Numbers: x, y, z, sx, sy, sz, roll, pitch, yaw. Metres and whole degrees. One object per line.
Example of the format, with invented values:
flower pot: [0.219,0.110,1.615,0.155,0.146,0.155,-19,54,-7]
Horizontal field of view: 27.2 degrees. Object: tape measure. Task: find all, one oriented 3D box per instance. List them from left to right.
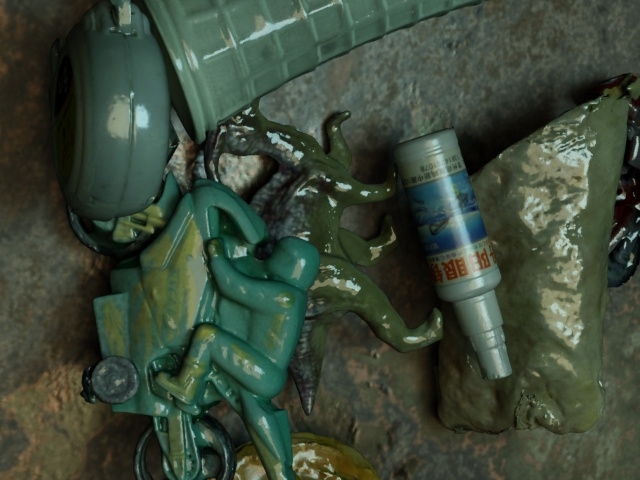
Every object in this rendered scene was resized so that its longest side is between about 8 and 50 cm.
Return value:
tape measure: [-0.129,-0.125,0.913,0.084,0.330,0.164,-7,73,-23]

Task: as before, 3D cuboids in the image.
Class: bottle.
bottle: [0.120,0.014,1.128,0.060,0.060,0.217,-20,95,-18]

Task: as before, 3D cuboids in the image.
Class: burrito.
burrito: [0.183,0.017,1.187,0.175,0.107,0.347,5,102,3]

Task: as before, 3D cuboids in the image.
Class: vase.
vase: [0.010,-0.197,1.054,0.299,0.143,0.143,-23,107,-10]

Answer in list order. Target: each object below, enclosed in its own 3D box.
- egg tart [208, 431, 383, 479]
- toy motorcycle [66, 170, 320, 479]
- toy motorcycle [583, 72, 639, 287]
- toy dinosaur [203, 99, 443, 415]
egg tart: [-0.029,0.315,1.168,0.288,0.118,0.288,-6,105,-24]
toy motorcycle: [-0.091,0.067,1.070,0.198,0.109,0.296,-10,86,6]
toy motorcycle: [0.283,-0.064,1.240,0.122,0.082,0.213,20,90,-25]
toy dinosaur: [-0.002,-0.002,1.144,0.162,0.077,0.294,-18,91,-14]
